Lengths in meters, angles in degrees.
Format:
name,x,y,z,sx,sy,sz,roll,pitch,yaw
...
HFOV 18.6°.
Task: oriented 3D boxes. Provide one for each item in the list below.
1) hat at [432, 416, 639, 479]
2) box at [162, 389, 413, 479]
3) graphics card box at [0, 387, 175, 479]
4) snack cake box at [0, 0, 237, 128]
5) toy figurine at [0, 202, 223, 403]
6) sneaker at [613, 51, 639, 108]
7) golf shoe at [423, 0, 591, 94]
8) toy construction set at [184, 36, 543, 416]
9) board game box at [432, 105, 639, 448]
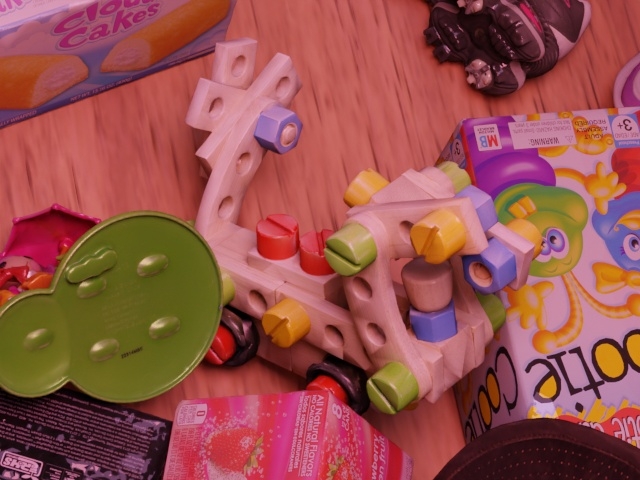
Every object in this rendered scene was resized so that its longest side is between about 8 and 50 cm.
name,x,y,z,sx,sy,sz,roll,pitch,yaw
hat,0.173,0.282,1.233,0.134,0.331,0.331,10,61,-37
box,-0.032,0.237,1.251,0.122,0.128,0.257,-7,60,29
graphics card box,-0.252,0.258,1.234,0.233,0.094,0.371,16,64,-5
snack cake box,-0.192,-0.168,1.408,0.264,0.152,0.089,-22,73,-21
toy figurine,-0.179,0.035,1.324,0.173,0.159,0.130,-21,113,-27
sneaker,0.293,-0.040,1.500,0.114,0.152,0.305,-8,44,10
golf shoe,0.101,-0.241,1.554,0.120,0.105,0.273,-31,82,-40
toy construction set,0.000,0.000,1.319,0.151,0.215,0.327,-25,40,-27
board game box,0.174,0.062,1.394,0.142,0.144,0.275,-5,67,-15
